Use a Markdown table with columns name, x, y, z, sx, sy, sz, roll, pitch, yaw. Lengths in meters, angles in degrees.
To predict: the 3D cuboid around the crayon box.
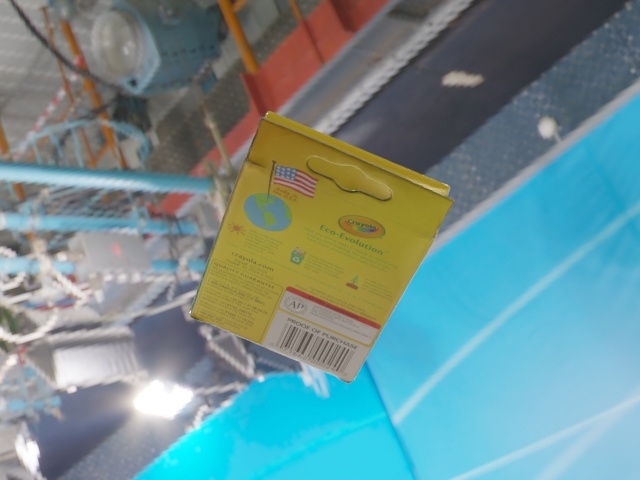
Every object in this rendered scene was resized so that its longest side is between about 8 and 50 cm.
| name | x | y | z | sx | sy | sz | roll | pitch | yaw |
| --- | --- | --- | --- | --- | --- | --- | --- | --- | --- |
| crayon box | 0.000 | 0.000 | 1.188 | 0.202 | 0.081 | 0.318 | 23 | -42 | -2 |
